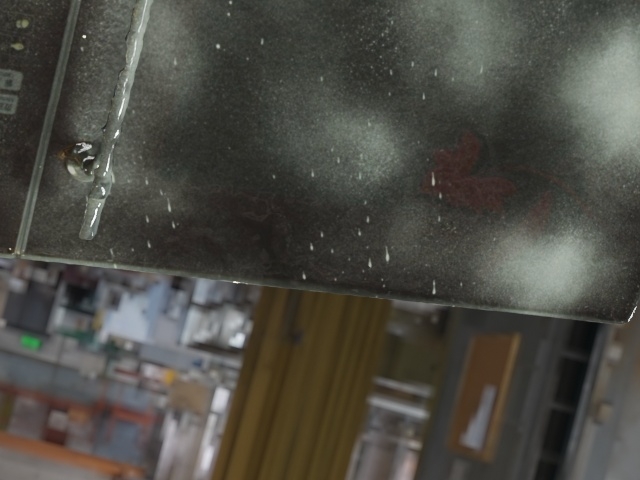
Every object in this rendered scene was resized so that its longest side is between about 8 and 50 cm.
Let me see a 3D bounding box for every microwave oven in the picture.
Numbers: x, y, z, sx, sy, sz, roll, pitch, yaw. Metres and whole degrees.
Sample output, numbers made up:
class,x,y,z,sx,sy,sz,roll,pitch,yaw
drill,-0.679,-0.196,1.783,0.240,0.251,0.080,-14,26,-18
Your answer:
class,x,y,z,sx,sy,sz,roll,pitch,yaw
microwave oven,-0.039,-0.152,0.939,0.432,0.236,0.374,7,-154,-22
